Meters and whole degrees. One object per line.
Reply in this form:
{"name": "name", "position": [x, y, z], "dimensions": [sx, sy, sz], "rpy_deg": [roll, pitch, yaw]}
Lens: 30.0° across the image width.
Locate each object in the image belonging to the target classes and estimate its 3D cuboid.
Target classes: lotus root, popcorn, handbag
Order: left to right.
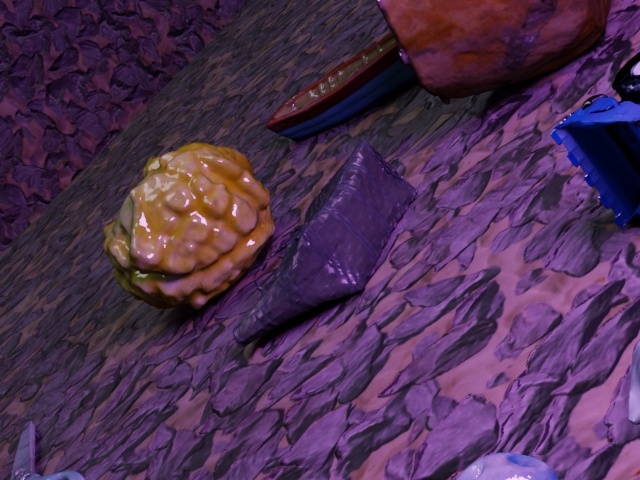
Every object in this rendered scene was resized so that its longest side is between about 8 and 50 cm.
{"name": "popcorn", "position": [-0.173, -0.018, 1.541], "dimensions": [0.256, 0.195, 0.255], "rpy_deg": [-50, 3, 40]}
{"name": "handbag", "position": [0.000, 0.000, 1.346], "dimensions": [0.175, 0.089, 0.270], "rpy_deg": [-34, 18, 44]}
{"name": "lotus root", "position": [0.230, -0.307, 1.381], "dimensions": [0.250, 0.316, 0.316], "rpy_deg": [-5, 36, 31]}

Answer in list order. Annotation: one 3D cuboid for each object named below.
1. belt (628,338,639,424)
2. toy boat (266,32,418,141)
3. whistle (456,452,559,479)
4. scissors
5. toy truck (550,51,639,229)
{"name": "belt", "position": [0.226, 0.103, 0.440], "dimensions": [0.150, 0.207, 0.257], "rpy_deg": [-36, 35, 9]}
{"name": "toy boat", "position": [0.072, -0.245, 1.759], "dimensions": [0.392, 0.079, 0.136], "rpy_deg": [-24, 22, 42]}
{"name": "whistle", "position": [0.120, 0.198, 0.610], "dimensions": [0.180, 0.093, 0.269], "rpy_deg": [-15, 20, -3]}
{"name": "scissors", "position": [-0.355, 0.293, 1.429], "dimensions": [0.191, 0.029, 0.360], "rpy_deg": [-36, 16, 0]}
{"name": "toy truck", "position": [0.298, -0.096, 0.917], "dimensions": [0.208, 0.113, 0.126], "rpy_deg": [-38, 20, 10]}
